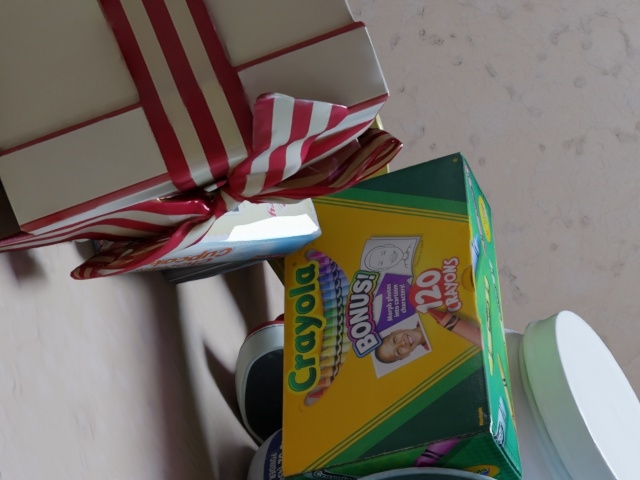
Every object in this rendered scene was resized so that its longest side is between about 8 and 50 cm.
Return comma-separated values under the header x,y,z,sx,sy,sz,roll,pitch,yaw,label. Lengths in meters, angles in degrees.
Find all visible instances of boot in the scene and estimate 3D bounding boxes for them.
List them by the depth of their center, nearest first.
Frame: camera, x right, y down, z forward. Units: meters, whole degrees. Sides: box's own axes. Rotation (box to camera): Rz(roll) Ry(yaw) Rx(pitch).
x,y,z,sx,sy,sz,roll,pitch,yaw,label
-0.039,0.115,1.328,0.244,0.088,0.176,74,2,-51,boot

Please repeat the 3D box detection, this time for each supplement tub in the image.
x,y,z,sx,sy,sz,roll,pitch,yaw,label
0.118,0.214,1.165,0.228,0.316,0.228,47,25,-30,supplement tub

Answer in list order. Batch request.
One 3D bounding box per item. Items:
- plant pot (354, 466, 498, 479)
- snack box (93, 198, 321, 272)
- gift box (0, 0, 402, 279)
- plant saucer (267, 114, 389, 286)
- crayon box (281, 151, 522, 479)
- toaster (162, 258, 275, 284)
x,y,z,sx,sy,sz,roll,pitch,yaw,label
0.068,0.336,0.971,0.196,0.293,0.293,110,-31,-59,plant pot
-0.126,-0.137,1.074,0.187,0.060,0.322,-4,72,-44,snack box
-0.109,-0.123,0.835,0.276,0.255,0.258,-39,108,-88,gift box
-0.024,-0.060,1.430,0.333,0.081,0.333,-127,-157,-49,plant saucer
0.059,0.073,1.077,0.081,0.165,0.278,56,25,-45,crayon box
-0.096,-0.051,1.220,0.185,0.110,0.168,-12,82,-82,toaster
